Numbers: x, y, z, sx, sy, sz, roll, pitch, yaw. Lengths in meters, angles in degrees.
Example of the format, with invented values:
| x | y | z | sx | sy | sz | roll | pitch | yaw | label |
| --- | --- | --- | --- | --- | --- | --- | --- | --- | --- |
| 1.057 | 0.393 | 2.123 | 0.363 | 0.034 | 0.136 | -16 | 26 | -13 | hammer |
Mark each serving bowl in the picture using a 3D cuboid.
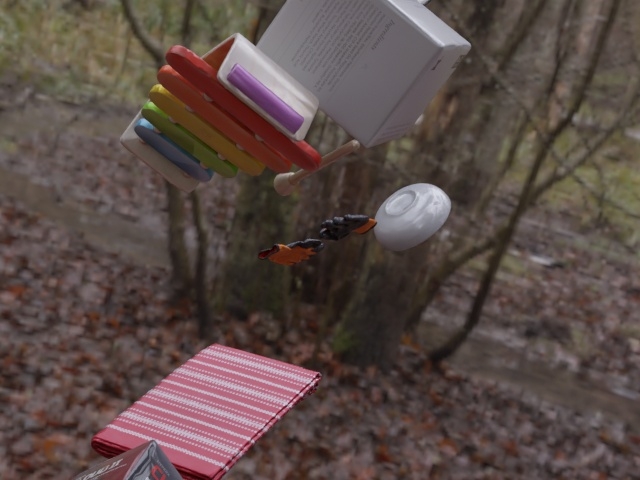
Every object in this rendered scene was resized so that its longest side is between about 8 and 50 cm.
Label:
| x | y | z | sx | sy | sz | roll | pitch | yaw | label |
| --- | --- | --- | --- | --- | --- | --- | --- | --- | --- |
| 0.086 | -0.028 | 1.081 | 0.027 | 0.083 | 0.083 | 53 | -10 | -31 | serving bowl |

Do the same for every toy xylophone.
| x | y | z | sx | sy | sz | roll | pitch | yaw | label |
| --- | --- | --- | --- | --- | --- | --- | --- | --- | --- |
| -0.095 | -0.127 | 1.272 | 0.236 | 0.081 | 0.322 | 34 | -24 | -12 | toy xylophone |

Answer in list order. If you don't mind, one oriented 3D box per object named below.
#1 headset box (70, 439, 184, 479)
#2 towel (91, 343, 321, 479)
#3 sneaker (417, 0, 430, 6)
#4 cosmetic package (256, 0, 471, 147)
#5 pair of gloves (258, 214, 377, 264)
| x | y | z | sx | sy | sz | roll | pitch | yaw | label |
| --- | --- | --- | --- | --- | --- | --- | --- | --- | --- |
| -0.160 | 0.327 | 0.916 | 0.218 | 0.110 | 0.293 | 57 | 25 | -11 | headset box |
| -0.148 | 0.230 | 1.468 | 0.198 | 0.031 | 0.275 | 13 | 30 | 29 | towel |
| 0.134 | -0.427 | 1.664 | 0.107 | 0.275 | 0.110 | -18 | -52 | 45 | sneaker |
| 0.053 | -0.229 | 1.307 | 0.183 | 0.151 | 0.151 | 42 | 21 | 9 | cosmetic package |
| 0.000 | 0.000 | 0.843 | 0.083 | 0.010 | 0.074 | -27 | -14 | 23 | pair of gloves |
